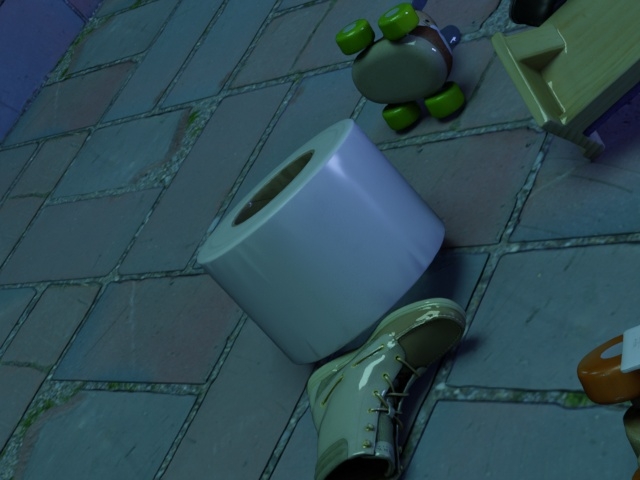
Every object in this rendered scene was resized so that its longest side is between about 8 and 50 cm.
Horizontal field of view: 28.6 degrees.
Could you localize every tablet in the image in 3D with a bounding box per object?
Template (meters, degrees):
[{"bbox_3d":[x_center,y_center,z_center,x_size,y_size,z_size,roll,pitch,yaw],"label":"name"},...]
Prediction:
[{"bbox_3d":[0.260,0.078,0.975,0.054,0.006,0.083,-22,11,21],"label":"tablet"}]

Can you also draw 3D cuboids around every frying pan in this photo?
[{"bbox_3d":[0.325,-0.320,1.514,0.053,0.326,0.197,47,108,18],"label":"frying pan"}]

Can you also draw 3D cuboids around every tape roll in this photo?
[{"bbox_3d":[0.000,0.000,1.452,0.246,0.169,0.246,-40,13,11],"label":"tape roll"}]

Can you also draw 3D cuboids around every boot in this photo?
[{"bbox_3d":[0.073,0.168,1.319,0.213,0.077,0.165,-36,31,24],"label":"boot"}]

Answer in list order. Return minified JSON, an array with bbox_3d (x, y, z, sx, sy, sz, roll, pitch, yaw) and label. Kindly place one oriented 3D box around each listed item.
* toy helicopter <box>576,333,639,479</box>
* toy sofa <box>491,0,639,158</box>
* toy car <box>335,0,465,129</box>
[{"bbox_3d":[0.345,0.128,0.902,0.235,0.140,0.355,-26,6,1],"label":"toy helicopter"},{"bbox_3d":[0.381,-0.260,1.362,0.362,0.177,0.150,-44,51,28],"label":"toy sofa"},{"bbox_3d":[0.137,-0.273,1.722,0.149,0.155,0.188,-12,31,42],"label":"toy car"}]
